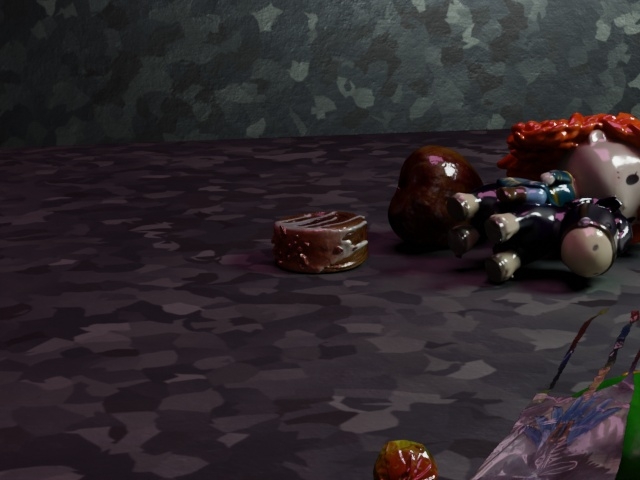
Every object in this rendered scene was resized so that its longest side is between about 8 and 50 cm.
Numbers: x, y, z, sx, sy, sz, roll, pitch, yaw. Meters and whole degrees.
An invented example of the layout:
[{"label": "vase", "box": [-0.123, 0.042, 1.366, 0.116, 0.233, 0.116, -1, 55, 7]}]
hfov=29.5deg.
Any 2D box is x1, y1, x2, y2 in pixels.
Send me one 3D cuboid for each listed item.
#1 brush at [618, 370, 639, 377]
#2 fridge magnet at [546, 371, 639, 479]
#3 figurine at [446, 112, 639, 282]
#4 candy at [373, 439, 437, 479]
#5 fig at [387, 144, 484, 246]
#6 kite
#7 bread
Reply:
[{"label": "brush", "box": [0.490, 0.163, 1.340, 0.314, 0.017, 0.090, 3, 11, 16]}, {"label": "fridge magnet", "box": [0.306, 0.174, 1.109, 0.208, 0.088, 0.208, -11, 11, 2]}, {"label": "figurine", "box": [0.384, -0.061, 1.900, 0.306, 0.241, 0.412, -3, 21, 33]}, {"label": "candy", "box": [0.081, 0.233, 1.018, 0.060, 0.060, 0.201, -2, 22, -4]}, {"label": "fig", "box": [0.233, -0.062, 2.057, 0.274, 0.170, 0.145, 13, -2, -38]}, {"label": "kite", "box": [0.231, 0.144, 1.117, 0.169, 0.015, 0.310, -21, 20, 41]}, {"label": "bread", "box": [0.000, 0.000, 1.935, 0.160, 0.073, 0.160, 0, 14, 0]}]
